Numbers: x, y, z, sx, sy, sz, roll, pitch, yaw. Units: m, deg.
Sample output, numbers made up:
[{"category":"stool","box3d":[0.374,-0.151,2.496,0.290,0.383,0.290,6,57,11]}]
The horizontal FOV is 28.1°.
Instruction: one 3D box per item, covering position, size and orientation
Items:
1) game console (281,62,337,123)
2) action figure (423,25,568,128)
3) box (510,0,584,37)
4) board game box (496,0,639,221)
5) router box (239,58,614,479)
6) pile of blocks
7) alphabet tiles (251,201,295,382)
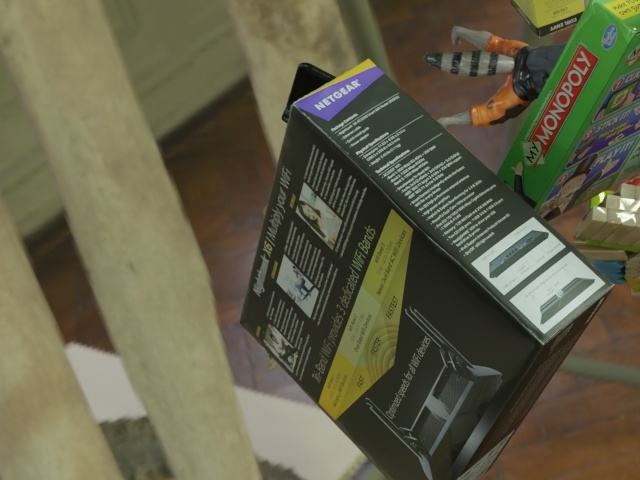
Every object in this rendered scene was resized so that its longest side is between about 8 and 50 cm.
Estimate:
[{"category":"game console","box3d":[0.032,-0.122,1.240,0.122,0.071,0.107,29,18,7]},{"category":"action figure","box3d":[0.333,-0.219,2.004,0.330,0.178,0.341,1,59,29]},{"category":"box","box3d":[0.211,-0.325,1.280,0.058,0.232,0.087,-21,38,-1]},{"category":"board game box","box3d":[0.282,-0.137,1.041,0.317,0.213,0.046,-25,60,-38]},{"category":"router box","box3d":[0.061,0.051,0.983,0.081,0.308,0.243,-35,70,-29]},{"category":"pile of blocks","box3d":[0.461,-0.017,1.930,0.149,0.362,0.112,1,70,21]},{"category":"alphabet tiles","box3d":[0.000,0.000,1.611,0.011,0.342,0.285,11,47,-28]}]
